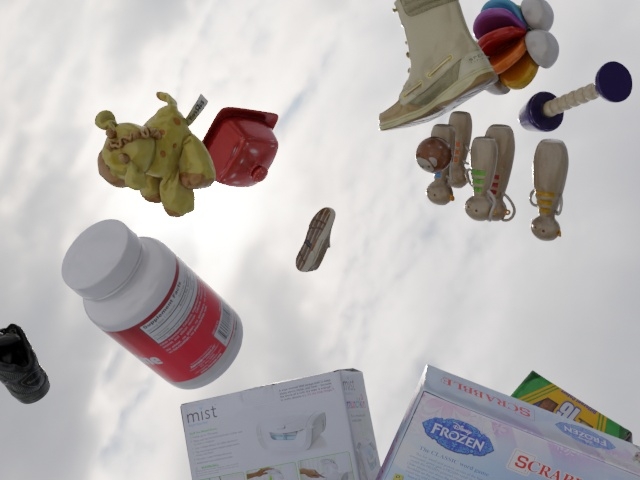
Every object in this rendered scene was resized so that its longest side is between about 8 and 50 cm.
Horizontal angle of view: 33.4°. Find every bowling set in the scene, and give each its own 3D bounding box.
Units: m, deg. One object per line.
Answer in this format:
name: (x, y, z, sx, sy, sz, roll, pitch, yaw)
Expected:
bowling set: (0.216, -0.093, 1.618, 0.287, 0.199, 0.154, 31, -55, 57)

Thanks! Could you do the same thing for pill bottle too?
pill bottle: (-0.364, 0.137, 2.319, 0.229, 0.408, 0.229, -20, -134, 22)

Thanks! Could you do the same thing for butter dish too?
butter dish: (-0.140, -0.153, 1.977, 0.118, 0.160, 0.160, 49, -61, 29)

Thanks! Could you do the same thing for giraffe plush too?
giraffe plush: (-0.278, -0.134, 1.697, 0.181, 0.170, 0.210, 36, -58, 24)

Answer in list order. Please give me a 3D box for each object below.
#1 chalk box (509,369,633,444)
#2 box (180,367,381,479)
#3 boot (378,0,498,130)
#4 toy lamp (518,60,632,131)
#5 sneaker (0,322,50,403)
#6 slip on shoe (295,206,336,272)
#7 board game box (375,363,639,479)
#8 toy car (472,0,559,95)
chalk box: (0.298, 0.374, 1.550, 0.289, 0.180, 0.179, -43, -129, -18)
box: (-0.054, 0.328, 1.582, 0.262, 0.127, 0.231, -15, -103, 17)
boot: (0.168, -0.313, 1.839, 0.262, 0.095, 0.203, -27, -96, 51)
toy lamp: (0.440, -0.245, 1.893, 0.274, 0.080, 0.080, -16, -125, 70)
sneaker: (-0.558, 0.175, 1.822, 0.227, 0.087, 0.130, 32, -37, 30)
slip on shoe: (0.000, 0.000, 1.913, 0.051, 0.041, 0.135, 51, -56, 50)
board game box: (0.213, 0.341, 1.254, 0.066, 0.318, 0.318, -67, 179, -66)
toy car: (0.336, -0.366, 1.941, 0.159, 0.136, 0.182, -31, -134, 40)
